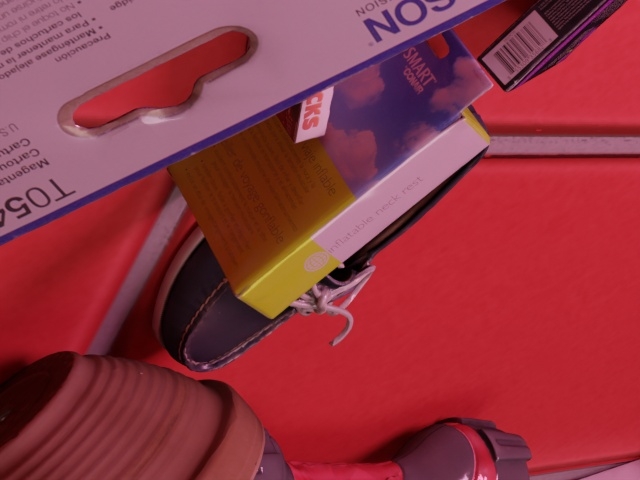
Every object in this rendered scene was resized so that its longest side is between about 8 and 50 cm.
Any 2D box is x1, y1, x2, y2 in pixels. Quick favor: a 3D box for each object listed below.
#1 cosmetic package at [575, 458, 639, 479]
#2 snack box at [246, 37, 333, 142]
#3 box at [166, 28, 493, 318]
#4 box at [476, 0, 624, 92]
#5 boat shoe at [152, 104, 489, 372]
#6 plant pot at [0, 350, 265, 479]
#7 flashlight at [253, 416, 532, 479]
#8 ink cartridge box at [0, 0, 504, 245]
[{"bbox_3d":[0.203,0.283,1.659,0.231,0.085,0.117,-15,144,-28],"label":"cosmetic package"},{"bbox_3d":[-0.008,-0.133,0.946,0.022,0.064,0.178,-16,144,-22],"label":"snack box"},{"bbox_3d":[0.009,-0.054,1.024,0.178,0.109,0.042,-38,143,10],"label":"box"},{"bbox_3d":[0.153,-0.138,1.034,0.116,0.029,0.162,-43,175,21],"label":"box"},{"bbox_3d":[0.000,0.000,1.116,0.254,0.079,0.095,-43,146,16],"label":"boat shoe"},{"bbox_3d":[-0.158,0.144,1.105,0.237,0.237,0.110,-37,106,8],"label":"plant pot"},{"bbox_3d":[0.023,0.174,1.361,0.304,0.103,0.103,10,134,-40],"label":"flashlight"},{"bbox_3d":[-0.125,-0.152,0.706,0.324,0.071,0.330,-24,138,13],"label":"ink cartridge box"}]
